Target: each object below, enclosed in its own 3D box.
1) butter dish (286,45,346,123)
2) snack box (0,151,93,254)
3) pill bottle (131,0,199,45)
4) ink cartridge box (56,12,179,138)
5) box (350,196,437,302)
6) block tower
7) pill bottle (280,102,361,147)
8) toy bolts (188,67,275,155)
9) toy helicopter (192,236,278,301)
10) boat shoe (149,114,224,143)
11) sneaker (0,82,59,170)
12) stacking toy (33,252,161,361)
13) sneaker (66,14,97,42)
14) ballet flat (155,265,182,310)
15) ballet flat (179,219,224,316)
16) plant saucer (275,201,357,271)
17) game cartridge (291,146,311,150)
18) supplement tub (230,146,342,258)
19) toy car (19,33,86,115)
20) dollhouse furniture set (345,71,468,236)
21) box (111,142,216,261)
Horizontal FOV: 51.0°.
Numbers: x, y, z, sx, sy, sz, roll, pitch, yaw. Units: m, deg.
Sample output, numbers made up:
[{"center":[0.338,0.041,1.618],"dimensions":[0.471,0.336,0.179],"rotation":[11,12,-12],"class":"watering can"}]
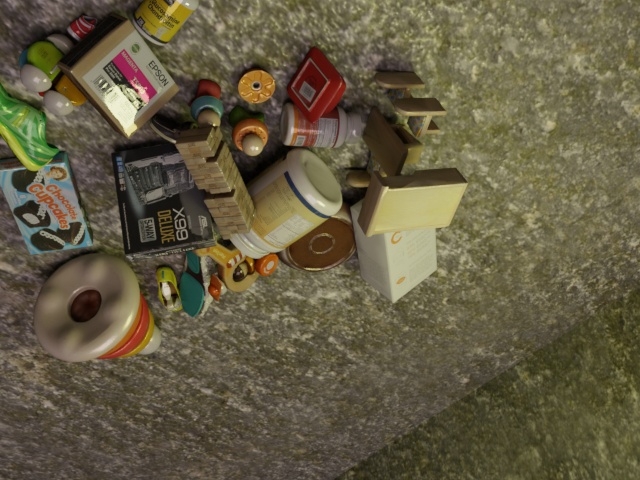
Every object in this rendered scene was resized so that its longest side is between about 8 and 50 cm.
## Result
[{"center":[0.009,-0.416,1.826],"dimensions":[0.118,0.160,0.160],"rotation":[-1,138,-48],"class":"butter dish"},{"center":[-0.790,-0.102,1.941],"dimensions":[0.187,0.060,0.321],"rotation":[-9,134,-8],"class":"snack box"},{"center":[-0.355,-0.562,1.591],"dimensions":[0.103,0.103,0.184],"rotation":[31,119,-36],"class":"pill bottle"},{"center":[-0.491,-0.402,1.653],"dimensions":[0.193,0.088,0.234],"rotation":[-48,138,-12],"class":"ink cartridge box"},{"center":[0.247,-0.002,2.204],"dimensions":[0.215,0.168,0.345],"rotation":[-34,139,-21],"class":"box"},{"center":[-0.268,-0.154,1.791],"dimensions":[0.097,0.090,0.335],"rotation":[-3,134,17],"class":"block tower"},{"center":[0.001,-0.326,1.908],"dimensions":[0.216,0.121,0.121],"rotation":[0,133,-17],"class":"pill bottle"},{"center":[-0.228,-0.346,1.795],"dimensions":[0.229,0.158,0.218],"rotation":[11,129,-25],"class":"toy bolts"},{"center":[-0.302,0.068,2.078],"dimensions":[0.235,0.140,0.355],"rotation":[-54,148,-4],"class":"toy helicopter"},{"center":[-0.356,-0.291,1.831],"dimensions":[0.224,0.080,0.073],"rotation":[30,120,0],"class":"boat shoe"},{"center":[-0.780,-0.320,1.724],"dimensions":[0.124,0.109,0.295],"rotation":[-36,134,-18],"class":"sneaker"},{"center":[-0.677,0.282,2.229],"dimensions":[0.351,0.350,0.480],"rotation":[-20,152,4],"class":"stacking toy"},{"center":[-0.551,-0.498,1.641],"dimensions":[0.067,0.042,0.118],"rotation":[-34,130,21],"class":"sneaker"},{"center":[-0.516,0.186,2.285],"dimensions":[0.077,0.077,0.230],"rotation":[-10,135,-7],"class":"ballet flat"},{"center":[-0.375,0.093,2.207],"dimensions":[0.147,0.147,0.408],"rotation":[-1,134,-15],"class":"ballet flat"},{"center":[0.000,0.000,2.207],"dimensions":[0.311,0.050,0.310],"rotation":[-10,133,-11],"class":"plant saucer"},{"center":[-0.056,-0.268,2.022],"dimensions":[0.056,0.017,0.083],"rotation":[-19,135,-3],"class":"game cartridge"},{"center":[-0.118,-0.105,2.001],"dimensions":[0.316,0.228,0.228],"rotation":[-34,133,25],"class":"supplement tub"},{"center":[-0.661,-0.406,1.647],"dimensions":[0.136,0.159,0.182],"rotation":[8,149,32],"class":"toy car"},{"center":[0.183,-0.213,1.867],"dimensions":[0.257,0.394,0.362],"rotation":[-6,136,-23],"class":"dollhouse furniture set"},{"center":[-0.435,-0.112,1.866],"dimensions":[0.243,0.307,0.076],"rotation":[-10,164,-6],"class":"box"}]
